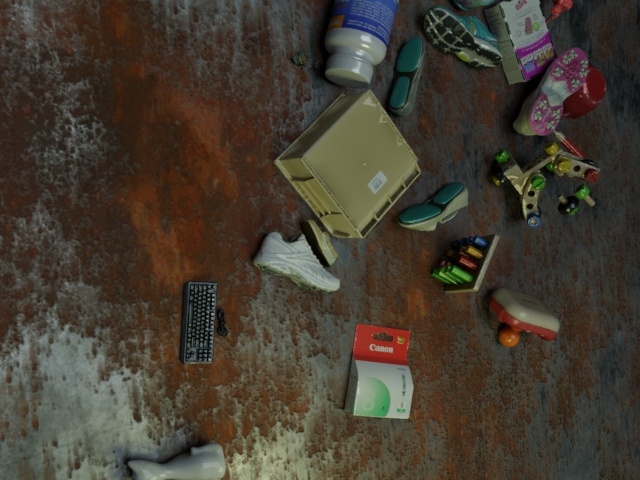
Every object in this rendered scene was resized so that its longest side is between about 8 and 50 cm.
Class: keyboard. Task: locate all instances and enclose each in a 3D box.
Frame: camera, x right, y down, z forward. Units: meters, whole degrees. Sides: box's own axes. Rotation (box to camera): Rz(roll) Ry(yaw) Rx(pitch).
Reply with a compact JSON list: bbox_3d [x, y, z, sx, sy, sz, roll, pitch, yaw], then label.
[{"bbox_3d":[-0.253,0.182,1.610,0.108,0.023,0.180,4,90,-32],"label":"keyboard"}]

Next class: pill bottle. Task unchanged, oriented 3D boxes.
[{"bbox_3d":[0.095,-0.512,1.739,0.152,0.152,0.271,20,80,-31],"label":"pill bottle"}]

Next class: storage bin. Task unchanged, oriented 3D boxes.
[{"bbox_3d":[0.075,-0.181,1.750,0.262,0.123,0.260,-48,114,-22],"label":"storage bin"}]

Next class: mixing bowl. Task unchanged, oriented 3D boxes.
[{"bbox_3d":[0.798,-0.463,2.207,0.182,0.098,0.181,-1,92,-31],"label":"mixing bowl"}]

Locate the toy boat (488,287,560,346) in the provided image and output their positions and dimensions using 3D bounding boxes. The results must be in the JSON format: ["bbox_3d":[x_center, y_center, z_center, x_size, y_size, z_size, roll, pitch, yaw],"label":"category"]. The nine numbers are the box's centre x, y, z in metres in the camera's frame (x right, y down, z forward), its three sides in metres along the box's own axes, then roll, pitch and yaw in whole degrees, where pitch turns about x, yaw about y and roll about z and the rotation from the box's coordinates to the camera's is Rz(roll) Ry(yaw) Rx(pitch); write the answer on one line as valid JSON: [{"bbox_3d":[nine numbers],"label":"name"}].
[{"bbox_3d":[0.564,0.238,2.068,0.231,0.151,0.151,17,112,-30],"label":"toy boat"}]

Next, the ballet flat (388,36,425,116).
[{"bbox_3d":[0.228,-0.421,1.883,0.068,0.072,0.213,30,74,-57],"label":"ballet flat"}]

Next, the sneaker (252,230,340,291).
[{"bbox_3d":[-0.040,0.046,1.704,0.232,0.090,0.115,27,74,-30],"label":"sneaker"}]

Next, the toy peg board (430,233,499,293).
[{"bbox_3d":[0.374,0.050,1.924,0.079,0.161,0.160,28,76,-14],"label":"toy peg board"}]

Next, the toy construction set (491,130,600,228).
[{"bbox_3d":[0.626,-0.220,2.055,0.237,0.257,0.308,43,48,-12],"label":"toy construction set"}]

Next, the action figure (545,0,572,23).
[{"bbox_3d":[0.686,-0.736,2.149,0.091,0.139,0.280,42,48,-22],"label":"action figure"}]

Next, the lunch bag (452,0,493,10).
[{"bbox_3d":[0.410,-0.775,1.956,0.224,0.108,0.279,-46,114,-26],"label":"lunch bag"}]

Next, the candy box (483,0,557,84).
[{"bbox_3d":[0.577,-0.586,2.083,0.159,0.071,0.233,-31,107,-27],"label":"candy box"}]

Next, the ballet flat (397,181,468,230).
[{"bbox_3d":[0.304,-0.071,1.923,0.248,0.086,0.086,-30,106,-29],"label":"ballet flat"}]

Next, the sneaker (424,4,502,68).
[{"bbox_3d":[0.383,-0.560,1.966,0.275,0.107,0.109,21,60,-35],"label":"sneaker"}]

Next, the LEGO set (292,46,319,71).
[{"bbox_3d":[-0.039,-0.429,1.737,0.083,0.023,0.054,39,73,-40],"label":"LEGO set"}]

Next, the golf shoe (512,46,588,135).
[{"bbox_3d":[0.656,-0.428,2.093,0.115,0.140,0.306,40,75,-14],"label":"golf shoe"}]

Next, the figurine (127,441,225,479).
[{"bbox_3d":[-0.310,0.548,1.548,0.210,0.092,0.214,-4,92,-28],"label":"figurine"}]

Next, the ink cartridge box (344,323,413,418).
[{"bbox_3d":[0.160,0.336,1.852,0.181,0.056,0.224,12,86,-32],"label":"ink cartridge box"}]

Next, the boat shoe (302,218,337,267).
[{"bbox_3d":[0.000,0.000,1.751,0.045,0.050,0.135,-41,121,-28],"label":"boat shoe"}]
